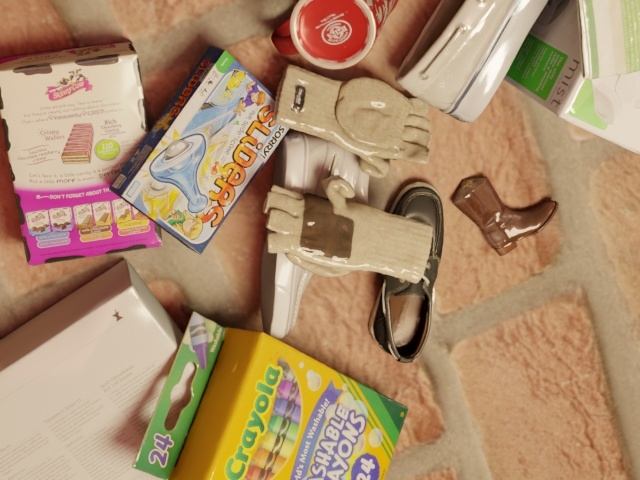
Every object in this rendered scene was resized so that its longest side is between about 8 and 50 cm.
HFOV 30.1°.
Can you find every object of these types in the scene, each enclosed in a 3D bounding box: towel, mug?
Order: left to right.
[{"bbox_3d":[0.018,-0.244,1.306,0.113,0.169,0.150,27,120,-6],"label":"mug"},{"bbox_3d":[0.338,-0.234,1.230,0.152,0.023,0.113,-13,114,-6],"label":"towel"}]

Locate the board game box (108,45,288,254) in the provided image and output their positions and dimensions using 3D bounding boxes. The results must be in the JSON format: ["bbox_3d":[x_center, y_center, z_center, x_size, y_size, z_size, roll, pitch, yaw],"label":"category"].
[{"bbox_3d":[-0.132,-0.102,1.365,0.136,0.035,0.201,39,82,-40],"label":"board game box"}]

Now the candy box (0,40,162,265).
[{"bbox_3d":[-0.274,-0.099,1.360,0.159,0.071,0.233,-9,115,-11],"label":"candy box"}]

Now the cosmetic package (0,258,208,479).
[{"bbox_3d":[-0.314,0.242,1.479,0.377,0.097,0.284,-33,118,1],"label":"cosmetic package"}]

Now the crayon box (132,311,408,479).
[{"bbox_3d":[-0.051,0.242,1.468,0.323,0.083,0.203,31,72,-35],"label":"crayon box"}]

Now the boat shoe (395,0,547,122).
[{"bbox_3d":[0.185,-0.326,1.360,0.156,0.136,0.367,23,112,-11],"label":"boat shoe"}]

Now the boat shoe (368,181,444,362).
[{"bbox_3d":[0.119,0.042,1.513,0.084,0.079,0.233,5,109,-14],"label":"boat shoe"}]

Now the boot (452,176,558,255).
[{"bbox_3d":[0.236,-0.050,1.528,0.106,0.037,0.114,-40,111,2],"label":"boot"}]

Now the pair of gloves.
[{"bbox_3d":[0.034,-0.074,1.389,0.204,0.042,0.240,7,80,-17],"label":"pair of gloves"}]

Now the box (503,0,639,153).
[{"bbox_3d":[0.335,-0.263,1.353,0.127,0.231,0.262,21,107,-21],"label":"box"}]

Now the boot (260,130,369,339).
[{"bbox_3d":[0.000,0.000,1.451,0.123,0.095,0.258,4,106,-16],"label":"boot"}]
